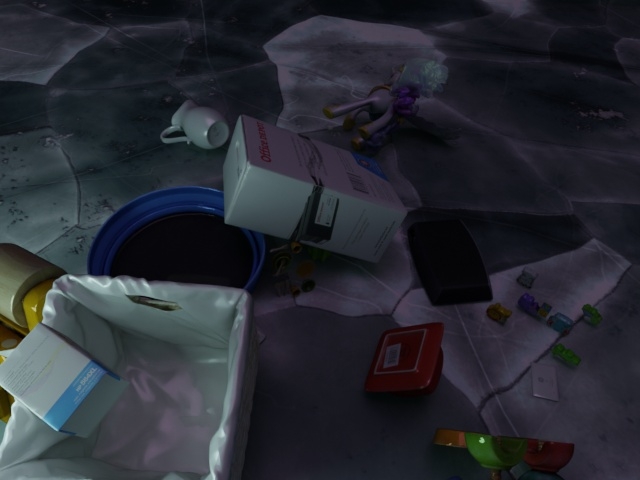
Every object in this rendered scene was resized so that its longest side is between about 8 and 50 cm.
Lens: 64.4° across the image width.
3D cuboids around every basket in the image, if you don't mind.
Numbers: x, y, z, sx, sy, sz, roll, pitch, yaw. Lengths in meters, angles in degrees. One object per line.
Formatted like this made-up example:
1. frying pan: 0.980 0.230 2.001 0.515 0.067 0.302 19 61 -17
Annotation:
1. basket: -0.281 0.259 0.855 0.327 0.266 0.332 5 64 1

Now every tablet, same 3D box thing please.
1. tablet: 0.482 0.303 1.094 0.054 0.006 0.083 11 46 8

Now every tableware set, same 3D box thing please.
1. tableware set: -0.059 0.070 1.183 0.103 0.154 0.024 -18 38 -17

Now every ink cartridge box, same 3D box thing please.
1. ink cartridge box: -0.029 -0.128 1.242 0.394 0.166 0.286 15 29 -21
2. ink cartridge box: -0.355 0.184 0.691 0.143 0.092 0.090 31 68 13

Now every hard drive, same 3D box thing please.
1. hard drive: 0.330 0.044 1.300 0.171 0.054 0.255 -3 46 -7

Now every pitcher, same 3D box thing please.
1. pitcher: -0.396 -0.347 1.600 0.207 0.125 0.178 31 72 37

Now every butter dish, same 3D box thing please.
1. butter dish: 0.193 0.263 1.045 0.159 0.118 0.160 -17 34 39

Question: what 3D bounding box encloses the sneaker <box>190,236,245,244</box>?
1. sneaker: -0.271 0.009 1.295 0.209 0.069 0.082 4 27 3

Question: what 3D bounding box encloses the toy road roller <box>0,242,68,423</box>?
1. toy road roller: -0.575 0.195 0.907 0.202 0.330 0.240 20 32 22

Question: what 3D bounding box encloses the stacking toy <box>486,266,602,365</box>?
1. stacking toy: 0.527 0.175 1.195 0.221 0.052 0.167 35 55 24

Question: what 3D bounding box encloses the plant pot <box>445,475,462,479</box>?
1. plant pot: 0.162 0.503 0.739 0.235 0.212 0.236 -18 51 -20

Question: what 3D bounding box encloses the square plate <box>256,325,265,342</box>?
1. square plate: -0.358 0.198 1.112 0.347 0.049 0.344 36 54 27

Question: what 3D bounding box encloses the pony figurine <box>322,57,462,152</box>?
1. pony figurine: 0.245 -0.435 1.641 0.363 0.303 0.351 -38 49 -15

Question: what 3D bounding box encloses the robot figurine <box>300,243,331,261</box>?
1. robot figurine: 0.000 0.000 1.312 0.101 0.067 0.115 5 45 -2

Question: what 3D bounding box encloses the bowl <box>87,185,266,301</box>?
1. bowl: -0.320 0.037 1.164 0.390 0.077 0.392 1 51 -1

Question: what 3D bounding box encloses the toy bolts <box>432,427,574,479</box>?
1. toy bolts: 0.320 0.426 0.891 0.228 0.218 0.159 13 71 -19
